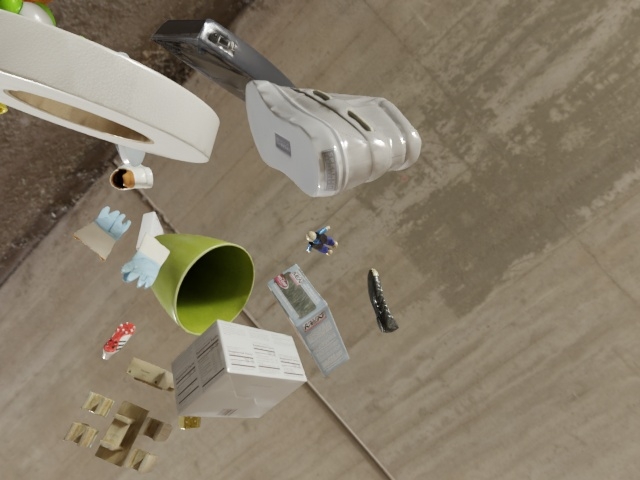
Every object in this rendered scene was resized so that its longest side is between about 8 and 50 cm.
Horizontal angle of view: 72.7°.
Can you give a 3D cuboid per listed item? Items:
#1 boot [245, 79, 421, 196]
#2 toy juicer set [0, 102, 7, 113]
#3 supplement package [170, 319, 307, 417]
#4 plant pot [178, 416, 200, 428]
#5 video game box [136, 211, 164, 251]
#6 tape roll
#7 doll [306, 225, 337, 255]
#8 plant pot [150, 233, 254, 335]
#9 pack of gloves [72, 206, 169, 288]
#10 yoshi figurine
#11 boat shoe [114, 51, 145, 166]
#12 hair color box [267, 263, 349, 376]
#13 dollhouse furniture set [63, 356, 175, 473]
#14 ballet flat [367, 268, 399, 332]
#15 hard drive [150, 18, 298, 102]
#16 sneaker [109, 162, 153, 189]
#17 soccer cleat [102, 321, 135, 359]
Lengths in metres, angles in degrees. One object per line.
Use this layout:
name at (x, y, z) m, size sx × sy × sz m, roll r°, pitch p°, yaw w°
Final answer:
boot at (0.003, -0.128, 0.502) m, size 0.123 × 0.258 × 0.095 m, roll -15°, pitch 128°, yaw -20°
toy juicer set at (-0.934, -0.371, 1.080) m, size 0.209 × 0.090 × 0.329 m, roll -13°, pitch -177°, yaw 32°
supplement package at (-0.208, 0.338, 1.115) m, size 0.204 × 0.145 × 0.261 m, roll -42°, pitch 138°, yaw 21°
plant pot at (-0.478, 0.651, 1.599) m, size 0.081 × 0.081 × 0.083 m, roll 3°, pitch 178°, yaw -18°
video game box at (-0.553, 0.034, 1.465) m, size 0.048 × 0.187 × 0.205 m, roll -16°, pitch -144°, yaw -4°
tape roll at (-0.352, -0.214, 0.661) m, size 0.392 × 0.391 × 0.072 m, roll 66°, pitch 41°, yaw -89°
doll at (0.000, 0.000, 1.687) m, size 0.129 × 0.046 × 0.189 m, roll -54°, pitch 148°, yaw 6°
plant pot at (-0.396, 0.091, 1.285) m, size 0.274 × 0.293 × 0.275 m, roll -31°, pitch 132°, yaw -41°
pack of gloves at (-0.471, 0.022, 1.035) m, size 0.046 × 0.195 × 0.232 m, roll -42°, pitch -160°, yaw 10°
yoshi figurine at (-0.700, -0.509, 1.100) m, size 0.203 × 0.363 × 0.203 m, roll -14°, pitch 177°, yaw -26°
boat shoe at (-0.572, -0.360, 1.218) m, size 0.104 × 0.307 × 0.113 m, roll 3°, pitch -154°, yaw 12°
hair color box at (-0.030, 0.264, 1.386) m, size 0.113 × 0.185 × 0.375 m, roll -32°, pitch 141°, yaw -11°
dollhouse furniture set at (-0.486, 0.455, 1.148) m, size 0.161 × 0.211 × 0.242 m, roll 96°, pitch 15°, yaw -64°
ballet flat at (0.161, 0.158, 1.150) m, size 0.049 × 0.173 × 0.057 m, roll -12°, pitch 170°, yaw -14°
hard drive at (-0.161, -0.319, 0.808) m, size 0.254 × 0.171 × 0.054 m, roll 21°, pitch 91°, yaw -51°
sneaker at (-0.725, -0.244, 1.603) m, size 0.123 × 0.106 × 0.290 m, roll -12°, pitch -164°, yaw -38°
soccer cleat at (-0.360, 0.178, 0.776) m, size 0.036 × 0.029 × 0.083 m, roll -59°, pitch -174°, yaw 24°
